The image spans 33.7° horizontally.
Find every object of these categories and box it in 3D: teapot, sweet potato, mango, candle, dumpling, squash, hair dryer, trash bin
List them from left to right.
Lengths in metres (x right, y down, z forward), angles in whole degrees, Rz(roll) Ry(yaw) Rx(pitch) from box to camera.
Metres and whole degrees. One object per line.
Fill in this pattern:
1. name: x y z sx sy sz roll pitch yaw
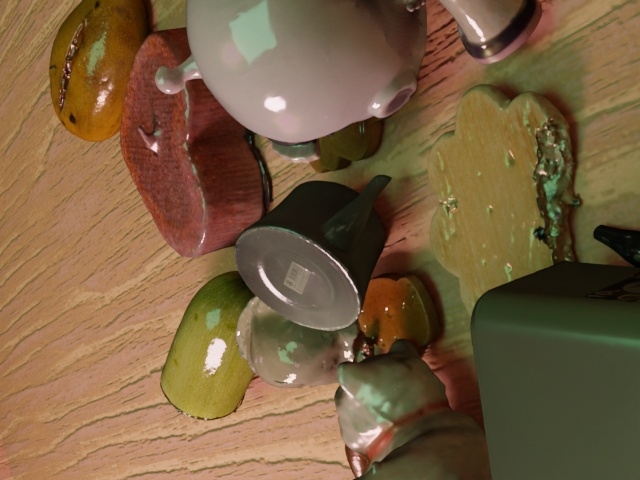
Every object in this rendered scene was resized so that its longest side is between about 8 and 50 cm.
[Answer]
1. mango: -0.351 -0.284 1.659 0.177 0.120 0.295 51 139 30
2. candle: -0.204 -0.143 1.492 0.287 0.131 0.317 13 111 57
3. squash: -0.141 0.136 1.495 0.132 0.132 0.247 55 142 29
4. dumpling: -0.027 0.120 1.345 0.199 0.118 0.136 11 107 24
5. teapot: 0.000 0.000 1.233 0.162 0.149 0.239 38 144 -7
6. sweet potato: 0.051 0.208 1.301 0.050 0.050 0.214 25 126 50
7. hair dryer: 0.275 0.029 0.936 0.079 0.031 0.083 30 135 61
8. trash bin: 0.306 0.136 0.802 0.343 0.158 0.223 -1 102 47

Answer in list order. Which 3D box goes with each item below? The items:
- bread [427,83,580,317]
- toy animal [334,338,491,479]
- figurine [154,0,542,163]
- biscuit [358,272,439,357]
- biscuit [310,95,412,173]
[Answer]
1. bread: 0.177 -0.030 1.045 0.182 0.039 0.251 15 114 54
2. toy animal: 0.067 0.219 1.074 0.266 0.308 0.188 2 98 48
3. figurine: 0.012 -0.248 1.029 0.361 0.211 0.253 -28 65 43
4. biscuit: 0.092 0.095 1.231 0.140 0.023 0.118 0 105 57
5. biscuit: 0.030 -0.168 1.221 0.236 0.040 0.144 -55 52 47
